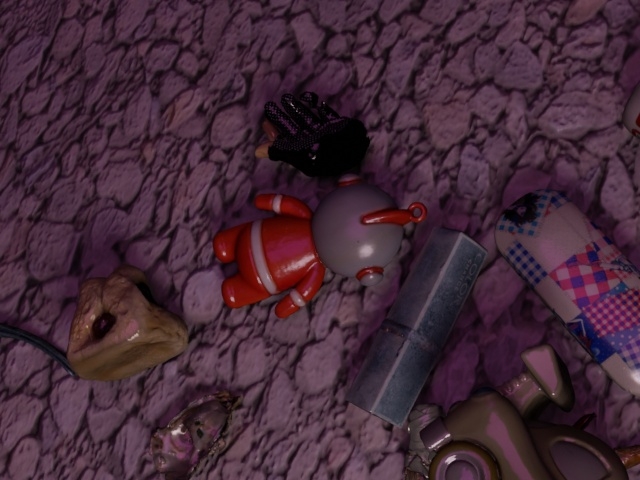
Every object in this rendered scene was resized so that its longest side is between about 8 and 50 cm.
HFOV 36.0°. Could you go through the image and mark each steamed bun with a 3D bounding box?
[{"bbox_3d":[-0.306,0.115,1.507,0.172,0.141,0.155,-27,64,11],"label":"steamed bun"}]

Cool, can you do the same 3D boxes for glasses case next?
[{"bbox_3d":[0.372,0.067,1.357,0.125,0.076,0.327,-40,67,4],"label":"glasses case"}]

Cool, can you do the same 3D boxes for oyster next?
[{"bbox_3d":[-0.181,0.292,1.462,0.166,0.053,0.108,-43,41,9],"label":"oyster"}]

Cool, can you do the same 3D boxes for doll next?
[{"bbox_3d":[0.000,0.000,1.475,0.336,0.105,0.199,-19,72,18],"label":"doll"}]

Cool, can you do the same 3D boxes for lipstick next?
[{"bbox_3d":[0.140,0.118,1.399,0.076,0.077,0.289,17,76,57],"label":"lipstick"}]

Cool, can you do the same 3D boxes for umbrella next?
[{"bbox_3d":[0.147,0.298,1.367,0.067,0.062,0.143,4,72,-14],"label":"umbrella"}]

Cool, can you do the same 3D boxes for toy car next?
[{"bbox_3d":[0.300,0.326,1.214,0.226,0.242,0.336,-39,64,5],"label":"toy car"}]

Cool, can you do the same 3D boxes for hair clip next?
[{"bbox_3d":[-0.486,0.165,1.596,0.230,0.039,0.070,16,78,18],"label":"hair clip"}]

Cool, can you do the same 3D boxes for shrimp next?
[{"bbox_3d":[0.393,0.271,1.318,0.127,0.025,0.091,-14,69,15],"label":"shrimp"}]

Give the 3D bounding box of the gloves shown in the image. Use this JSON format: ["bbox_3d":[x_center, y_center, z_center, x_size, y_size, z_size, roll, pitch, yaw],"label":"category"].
[{"bbox_3d":[-0.023,-0.158,1.539,0.181,0.106,0.129,24,80,49],"label":"gloves"}]

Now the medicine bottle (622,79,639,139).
[{"bbox_3d":[0.546,-0.145,1.340,0.250,0.131,0.131,38,87,22],"label":"medicine bottle"}]
